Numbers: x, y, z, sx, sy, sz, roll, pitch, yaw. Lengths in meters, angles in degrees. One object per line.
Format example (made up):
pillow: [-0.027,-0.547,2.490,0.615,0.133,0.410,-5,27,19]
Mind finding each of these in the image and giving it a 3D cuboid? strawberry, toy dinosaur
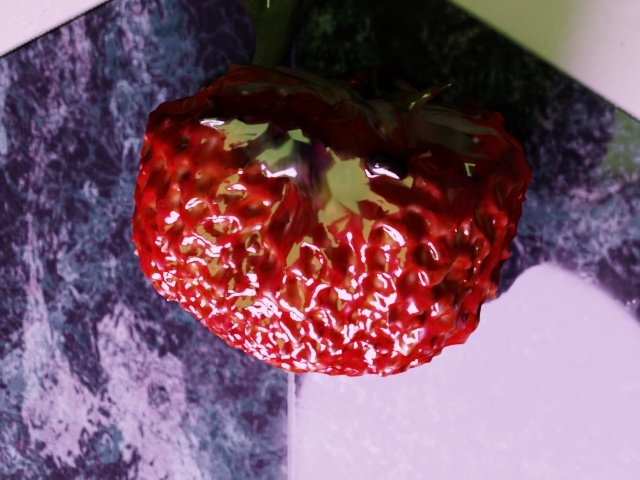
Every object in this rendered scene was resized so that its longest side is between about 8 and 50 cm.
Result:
strawberry: [0.003,0.000,0.959,0.261,0.261,0.257,17,106,22]
toy dinosaur: [-0.051,-0.207,1.042,0.179,0.087,0.187,152,106,-67]
